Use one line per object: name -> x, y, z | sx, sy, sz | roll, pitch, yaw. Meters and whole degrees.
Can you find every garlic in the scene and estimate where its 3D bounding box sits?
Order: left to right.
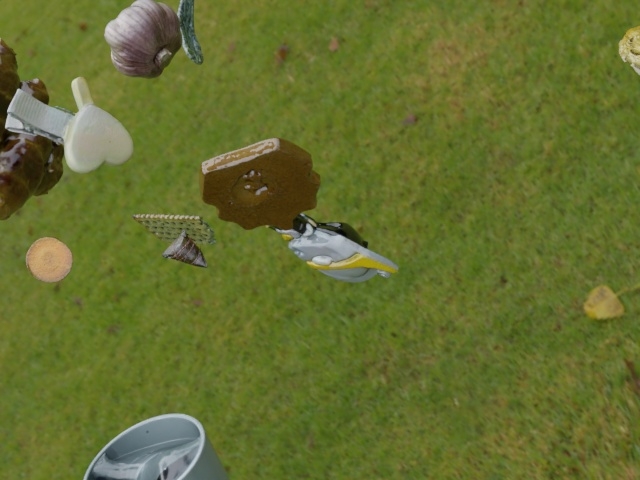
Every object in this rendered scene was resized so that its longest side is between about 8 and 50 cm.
garlic -> -0.308, -0.355, 1.656 | 0.102, 0.159, 0.147 | 31, 88, 18

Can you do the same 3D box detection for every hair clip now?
hair clip -> -0.424, -0.200, 1.598 | 0.071, 0.218, 0.159 | -17, 54, 66
hair clip -> -0.309, -0.511, 2.188 | 0.036, 0.066, 0.229 | -23, 63, 34

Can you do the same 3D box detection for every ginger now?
ginger -> -0.653, -0.230, 1.917 | 0.152, 0.357, 0.274 | -5, 16, 42

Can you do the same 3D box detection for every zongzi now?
zongzi -> -0.254, 0.024, 1.797 | 0.067, 0.083, 0.073 | -52, 11, 2

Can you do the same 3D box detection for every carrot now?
carrot -> -0.366, 0.022, 1.238 | 0.057, 0.057, 0.224 | -54, 16, -10

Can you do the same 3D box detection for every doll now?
doll -> 0.001, 0.000, 1.745 | 0.145, 0.316, 0.103 | -39, 26, 51

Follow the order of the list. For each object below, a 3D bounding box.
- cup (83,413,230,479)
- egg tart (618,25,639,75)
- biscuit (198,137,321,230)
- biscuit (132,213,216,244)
cup -> -0.218, 0.457, 1.481 | 0.205, 0.312, 0.205 | -19, 26, 10
egg tart -> 0.649, -0.300, 1.577 | 0.295, 0.116, 0.295 | -4, 22, 2
biscuit -> -0.087, -0.079, 1.443 | 0.182, 0.215, 0.034 | -17, 57, 11
biscuit -> -0.326, -0.024, 2.158 | 0.203, 0.144, 0.016 | 3, 64, 29
